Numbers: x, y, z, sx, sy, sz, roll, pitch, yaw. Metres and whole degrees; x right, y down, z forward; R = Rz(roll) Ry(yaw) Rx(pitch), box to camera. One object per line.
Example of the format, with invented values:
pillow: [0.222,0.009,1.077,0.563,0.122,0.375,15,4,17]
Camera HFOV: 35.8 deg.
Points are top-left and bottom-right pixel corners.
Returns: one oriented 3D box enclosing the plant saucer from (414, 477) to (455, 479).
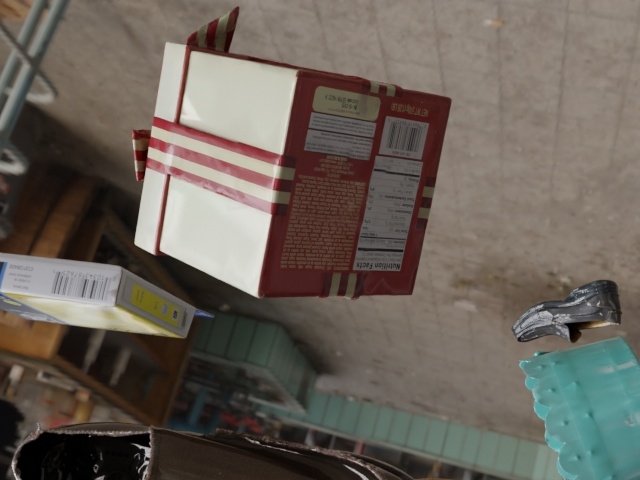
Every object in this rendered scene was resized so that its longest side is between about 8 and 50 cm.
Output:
plant saucer: [0.139,0.307,0.962,0.200,0.037,0.200,14,122,22]

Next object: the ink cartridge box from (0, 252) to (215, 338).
ink cartridge box: [-0.362,0.094,1.513,0.304,0.072,0.307,4,162,21]

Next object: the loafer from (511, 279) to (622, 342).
loafer: [0.334,0.111,1.354,0.062,0.061,0.170,12,148,-38]

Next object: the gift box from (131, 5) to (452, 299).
gift box: [-0.031,-0.095,1.063,0.255,0.276,0.258,8,-173,-43]

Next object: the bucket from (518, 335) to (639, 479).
bucket: [0.475,0.306,1.703,0.183,0.281,0.281,-20,153,7]

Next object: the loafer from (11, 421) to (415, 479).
loafer: [-0.096,0.215,0.779,0.366,0.133,0.130,-1,158,24]
